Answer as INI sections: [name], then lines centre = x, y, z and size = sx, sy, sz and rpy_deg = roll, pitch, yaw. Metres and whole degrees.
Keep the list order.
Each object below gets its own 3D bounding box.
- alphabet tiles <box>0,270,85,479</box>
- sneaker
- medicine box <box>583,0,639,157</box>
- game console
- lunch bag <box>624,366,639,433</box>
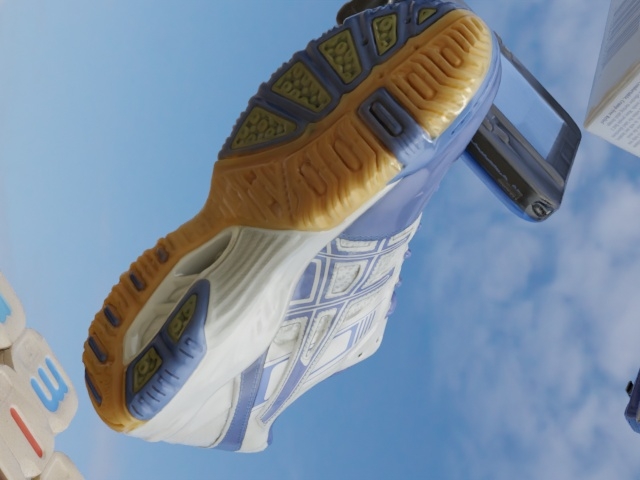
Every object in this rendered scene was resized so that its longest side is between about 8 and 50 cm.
[alphabet tiles]
centre = -0.218, 0.106, 0.642
size = 0.278, 0.021, 0.284
rpy_deg = 61, 12, -16
[sneaker]
centre = 0.000, 0.000, 0.617
size = 0.296, 0.131, 0.112
rpy_deg = -46, -136, 17
[medicine box]
centre = 0.501, -0.209, 1.371
size = 0.149, 0.289, 0.263
rpy_deg = 125, -12, -55
[game console]
centre = 0.131, -0.181, 0.744
size = 0.173, 0.250, 0.293
rpy_deg = -43, 180, 22
[lunch bag]
centre = 0.348, 0.169, 1.146
size = 0.065, 0.098, 0.067
rpy_deg = 14, -108, 30
